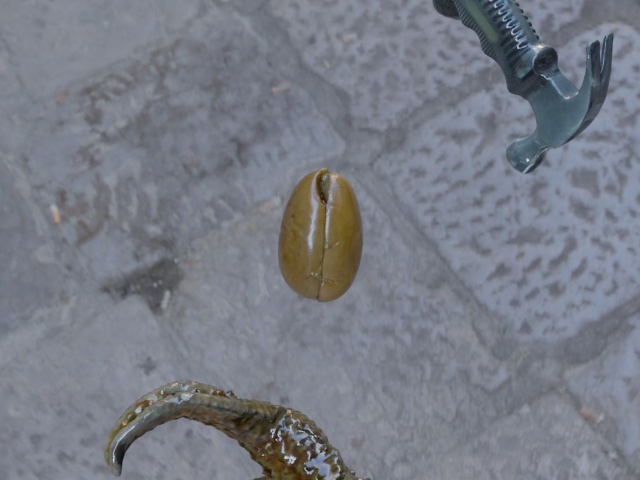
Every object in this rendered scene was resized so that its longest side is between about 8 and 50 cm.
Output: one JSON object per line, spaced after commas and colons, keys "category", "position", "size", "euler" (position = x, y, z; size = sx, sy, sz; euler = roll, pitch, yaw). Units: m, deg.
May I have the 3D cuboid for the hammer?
{"category": "hammer", "position": [0.174, -0.189, 0.965], "size": [0.041, 0.158, 0.226], "euler": [-24, 73, -35]}

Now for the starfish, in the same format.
{"category": "starfish", "position": [0.007, 0.133, 0.379], "size": [0.074, 0.146, 0.190], "euler": [-37, 62, -19]}

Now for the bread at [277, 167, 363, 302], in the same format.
{"category": "bread", "position": [0.000, 0.000, 1.387], "size": [0.114, 0.189, 0.077], "euler": [6, 23, 6]}

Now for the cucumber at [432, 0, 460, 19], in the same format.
{"category": "cucumber", "position": [0.165, -0.268, 1.185], "size": [0.032, 0.032, 0.133], "euler": [-36, 30, -14]}
